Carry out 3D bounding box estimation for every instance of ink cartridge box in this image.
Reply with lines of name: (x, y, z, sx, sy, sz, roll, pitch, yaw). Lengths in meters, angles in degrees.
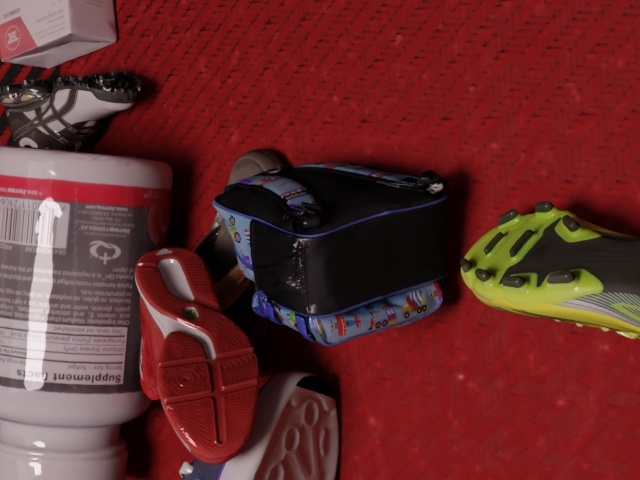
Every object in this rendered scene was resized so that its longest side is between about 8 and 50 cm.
ink cartridge box: (-0.278, -0.289, 1.343, 0.115, 0.067, 0.198, -13, 80, 38)

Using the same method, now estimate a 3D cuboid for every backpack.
backpack: (0.000, 0.000, 1.057, 0.173, 0.158, 0.116, 19, 118, 51)

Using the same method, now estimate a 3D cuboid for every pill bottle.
pill bottle: (-0.238, 0.075, 1.227, 0.176, 0.176, 0.318, 7, 93, 39)

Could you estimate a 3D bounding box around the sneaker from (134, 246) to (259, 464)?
sneaker: (-0.105, 0.121, 1.112, 0.128, 0.087, 0.221, 96, 163, -45)

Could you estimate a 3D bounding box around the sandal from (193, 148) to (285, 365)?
sandal: (-0.082, 0.025, 1.176, 0.090, 0.060, 0.219, 23, 103, 37)

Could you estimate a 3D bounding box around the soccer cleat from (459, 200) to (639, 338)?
soccer cleat: (0.214, 0.040, 0.918, 0.289, 0.121, 0.093, 4, 51, 52)

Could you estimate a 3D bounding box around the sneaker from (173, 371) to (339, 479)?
sneaker: (-0.134, 0.250, 1.135, 0.236, 0.130, 0.322, 10, 79, 37)

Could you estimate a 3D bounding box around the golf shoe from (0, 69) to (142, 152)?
golf shoe: (-0.244, -0.122, 1.315, 0.198, 0.077, 0.093, 1, 100, 46)
